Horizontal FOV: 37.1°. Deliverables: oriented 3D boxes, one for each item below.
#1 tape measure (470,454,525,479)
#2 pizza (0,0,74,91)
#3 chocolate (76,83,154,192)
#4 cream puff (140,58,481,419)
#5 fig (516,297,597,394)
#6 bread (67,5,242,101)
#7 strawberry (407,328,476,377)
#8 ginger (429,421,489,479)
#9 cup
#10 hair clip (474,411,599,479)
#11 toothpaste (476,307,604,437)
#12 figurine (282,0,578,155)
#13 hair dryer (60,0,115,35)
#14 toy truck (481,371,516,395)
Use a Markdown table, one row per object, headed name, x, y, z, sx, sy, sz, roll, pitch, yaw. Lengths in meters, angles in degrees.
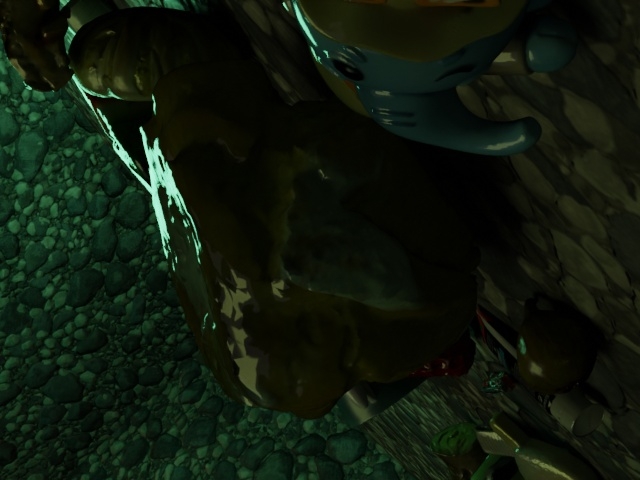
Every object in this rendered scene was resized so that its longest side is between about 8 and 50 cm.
| name | x | y | z | sx | sy | sz | roll | pitch | yaw |
| --- | --- | --- | --- | --- | --- | --- | --- | --- | --- |
| tape measure | 0.333 | 0.418 | 1.510 | 0.200 | 0.106 | 0.175 | 42 | 171 | 17 |
| pizza | -0.348 | -0.420 | 1.034 | 0.406 | 0.130 | 0.440 | 104 | 144 | -59 |
| chocolate | -0.166 | -0.095 | 1.343 | 0.341 | 0.161 | 0.360 | 49 | 171 | 47 |
| cream puff | 0.000 | 0.000 | 0.917 | 0.378 | 0.275 | 0.378 | 160 | 90 | -74 |
| fig | 0.219 | 0.099 | 0.918 | 0.084 | 0.082 | 0.098 | -3 | -121 | -57 |
| bread | -0.193 | -0.222 | 1.123 | 0.213 | 0.213 | 0.104 | -153 | 62 | -61 |
| strawberry | 0.088 | 0.094 | 1.205 | 0.244 | 0.205 | 0.205 | 27 | 172 | -10 |
| ginger | 0.297 | 0.435 | 1.707 | 0.263 | 0.109 | 0.116 | 52 | -175 | -21 |
| cup | 0.073 | 0.200 | 1.609 | 0.173 | 0.167 | 0.300 | 55 | -165 | 6 |
| hair clip | 0.300 | 0.299 | 1.347 | 0.159 | 0.071 | 0.218 | 55 | 163 | -24 |
| toothpaste | 0.239 | 0.146 | 1.088 | 0.193 | 0.045 | 0.071 | 44 | 162 | 48 |
| figurine | 0.062 | -0.139 | 0.544 | 0.180 | 0.154 | 0.262 | 33 | -178 | 23 |
| hair dryer | -0.353 | -0.338 | 1.622 | 0.206 | 0.075 | 0.237 | 45 | 179 | -25 |
| toy truck | 0.238 | 0.194 | 1.282 | 0.024 | 0.032 | 0.083 | 43 | 170 | 0 |
